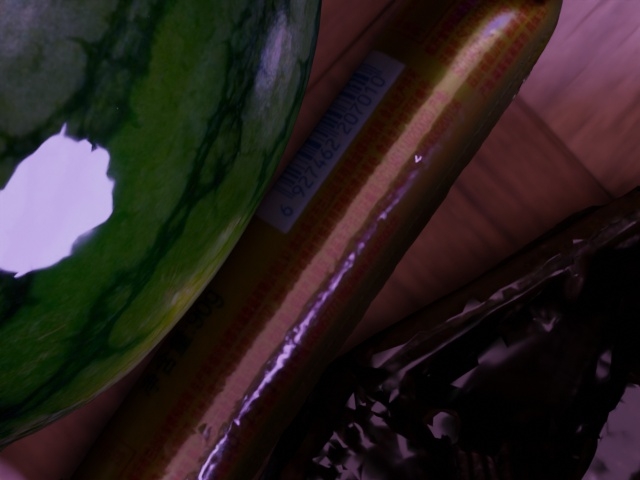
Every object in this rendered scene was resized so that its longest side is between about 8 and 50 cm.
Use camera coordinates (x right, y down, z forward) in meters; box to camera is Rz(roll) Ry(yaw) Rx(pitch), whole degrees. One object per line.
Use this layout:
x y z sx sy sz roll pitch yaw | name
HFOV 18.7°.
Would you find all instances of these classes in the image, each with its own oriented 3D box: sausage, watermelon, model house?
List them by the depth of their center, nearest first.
-0.164 -0.088 0.703 0.363 0.363 0.363 -3 100 -16 | watermelon
0.152 0.109 0.862 0.317 0.282 0.297 12 96 -19 | model house
0.000 0.000 0.909 0.082 0.082 0.371 36 87 -19 | sausage

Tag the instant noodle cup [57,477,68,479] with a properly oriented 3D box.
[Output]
-0.257 0.221 0.756 0.254 0.325 0.325 15 95 -10 | instant noodle cup
